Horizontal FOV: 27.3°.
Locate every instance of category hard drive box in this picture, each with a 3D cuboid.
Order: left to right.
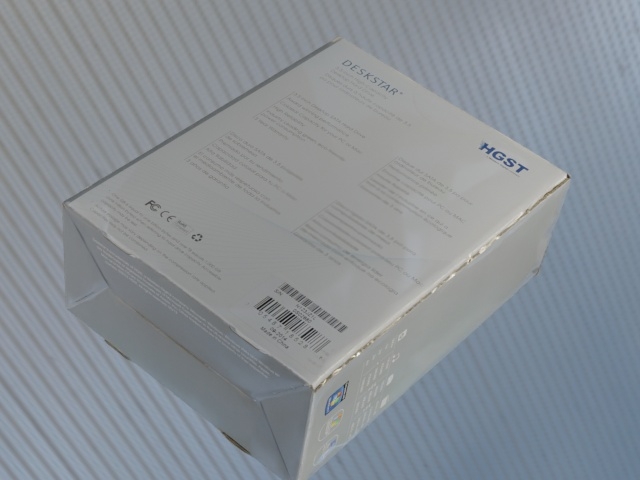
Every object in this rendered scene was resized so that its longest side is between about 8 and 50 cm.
[{"bbox_3d":[0.000,0.000,0.752,0.232,0.181,0.089,-36,149,-36],"label":"hard drive box"}]
